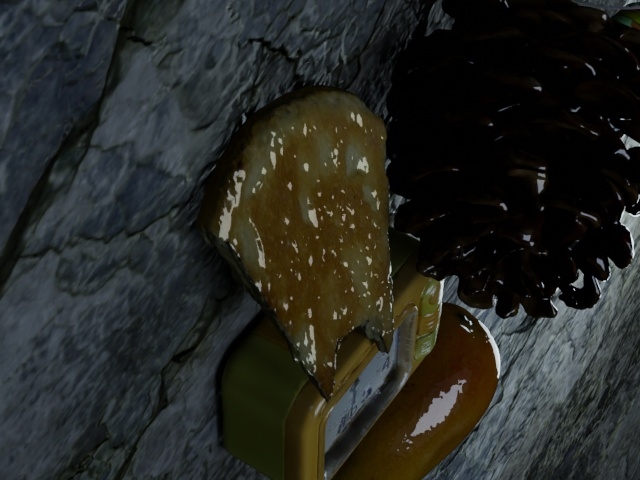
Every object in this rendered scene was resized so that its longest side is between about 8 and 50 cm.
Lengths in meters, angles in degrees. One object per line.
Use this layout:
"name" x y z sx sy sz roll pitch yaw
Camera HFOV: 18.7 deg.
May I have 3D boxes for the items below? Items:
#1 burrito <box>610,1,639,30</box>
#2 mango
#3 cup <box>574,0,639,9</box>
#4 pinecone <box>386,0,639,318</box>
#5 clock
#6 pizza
"burrito" 0.259 -0.150 1.884 0.288 0.054 0.104 -38 151 -50
"mango" 0.066 0.149 1.708 0.221 0.120 0.151 -47 158 -16
"cup" 0.128 -0.259 1.172 0.274 0.253 0.253 -14 130 -55
"pinecone" 0.156 -0.072 1.483 0.224 0.224 0.272 90 18 -52
"clock" 0.013 0.090 1.541 0.202 0.096 0.143 -49 159 -30
"pizza" 0.000 0.000 1.386 0.181 0.034 0.262 -52 138 -29
